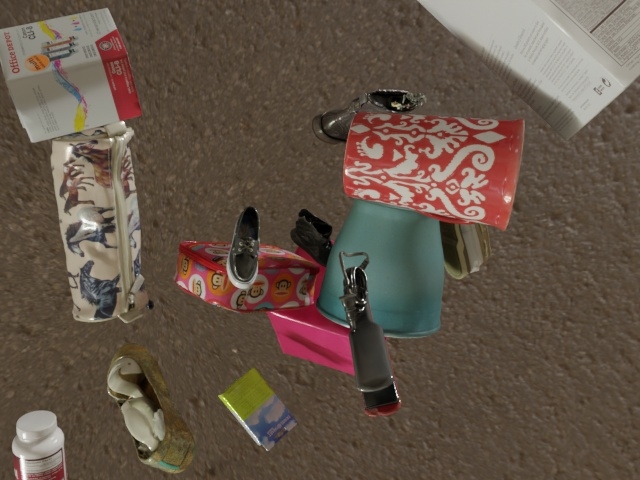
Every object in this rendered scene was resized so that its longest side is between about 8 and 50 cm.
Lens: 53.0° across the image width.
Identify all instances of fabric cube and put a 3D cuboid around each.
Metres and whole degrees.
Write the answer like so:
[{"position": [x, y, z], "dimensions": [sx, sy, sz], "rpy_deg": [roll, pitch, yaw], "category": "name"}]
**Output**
[{"position": [0.044, 0.172, 1.675], "dimensions": [0.258, 0.259, 0.254], "rpy_deg": [16, 60, 19], "category": "fabric cube"}]

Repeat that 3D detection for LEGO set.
[{"position": [0.178, -0.278, 1.261], "dimensions": [0.083, 0.054, 0.023], "rpy_deg": [-38, 139, -45], "category": "LEGO set"}]

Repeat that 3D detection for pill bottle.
[{"position": [-0.499, 0.384, 1.142], "dimensions": [0.086, 0.086, 0.151], "rpy_deg": [-1, 109, -15], "category": "pill bottle"}]

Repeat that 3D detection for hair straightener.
[{"position": [0.052, 0.080, 0.729], "dimensions": [0.047, 0.230, 0.089], "rpy_deg": [-11, 129, 9], "category": "hair straightener"}]

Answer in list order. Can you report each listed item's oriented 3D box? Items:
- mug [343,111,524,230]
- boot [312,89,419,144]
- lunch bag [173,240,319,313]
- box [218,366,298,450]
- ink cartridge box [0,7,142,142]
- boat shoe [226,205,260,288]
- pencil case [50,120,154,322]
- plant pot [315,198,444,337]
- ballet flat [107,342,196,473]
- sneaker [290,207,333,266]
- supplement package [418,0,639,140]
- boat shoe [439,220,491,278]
[{"position": [0.115, -0.064, 0.679], "dimensions": [0.169, 0.113, 0.150], "rpy_deg": [9, 127, 11], "category": "mug"}, {"position": [0.133, -0.274, 1.445], "dimensions": [0.263, 0.229, 0.091], "rpy_deg": [-7, 86, -39], "category": "boot"}, {"position": [-0.176, 0.073, 1.464], "dimensions": [0.293, 0.258, 0.120], "rpy_deg": [3, 102, -44], "category": "lunch bag"}, {"position": [-0.153, 0.415, 1.584], "dimensions": [0.109, 0.042, 0.178], "rpy_deg": [-39, 90, -26], "category": "box"}, {"position": [-0.388, -0.256, 0.993], "dimensions": [0.176, 0.127, 0.128], "rpy_deg": [-19, 58, -16], "category": "ink cartridge box"}, {"position": [-0.119, 0.008, 1.007], "dimensions": [0.049, 0.040, 0.142], "rpy_deg": [7, 53, -11], "category": "boat shoe"}, {"position": [-0.444, -0.037, 1.322], "dimensions": [0.160, 0.184, 0.410], "rpy_deg": [-23, 115, -58], "category": "pencil case"}, {"position": [0.144, 0.038, 1.365], "dimensions": [0.272, 0.271, 0.255], "rpy_deg": [7, 102, -14], "category": "plant pot"}, {"position": [-0.370, 0.324, 1.309], "dimensions": [0.123, 0.123, 0.348], "rpy_deg": [-33, 51, -14], "category": "ballet flat"}, {"position": [0.001, -0.002, 1.407], "dimensions": [0.170, 0.089, 0.051], "rpy_deg": [36, 49, -24], "category": "sneaker"}, {"position": [0.234, -0.272, 0.613], "dimensions": [0.198, 0.199, 0.262], "rpy_deg": [-44, 82, 3], "category": "supplement package"}, {"position": [0.326, -0.063, 1.490], "dimensions": [0.103, 0.113, 0.302], "rpy_deg": [-23, 119, -20], "category": "boat shoe"}]
